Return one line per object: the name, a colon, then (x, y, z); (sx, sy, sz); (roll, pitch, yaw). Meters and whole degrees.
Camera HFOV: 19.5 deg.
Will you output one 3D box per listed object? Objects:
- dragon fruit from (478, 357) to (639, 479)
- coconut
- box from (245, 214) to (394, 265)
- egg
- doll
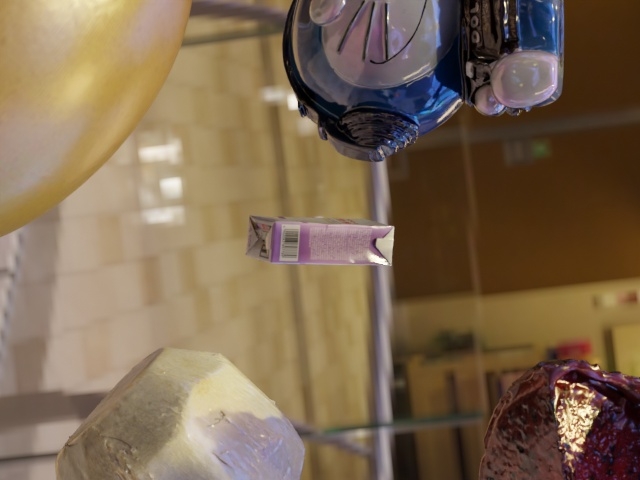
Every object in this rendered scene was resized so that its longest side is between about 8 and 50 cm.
dragon fruit: (0.178, 0.145, 1.295); (0.120, 0.127, 0.161); (-24, 102, -38)
coconut: (-0.093, 0.168, 1.296); (0.162, 0.161, 0.161); (45, 14, -4)
box: (0.000, 0.000, 1.534); (0.050, 0.117, 0.036); (15, -78, 58)
egg: (-0.209, -0.139, 1.086); (0.250, 0.250, 0.322); (72, 36, -53)
doll: (0.110, -0.224, 2.034); (0.240, 0.310, 0.284); (61, 31, -66)
